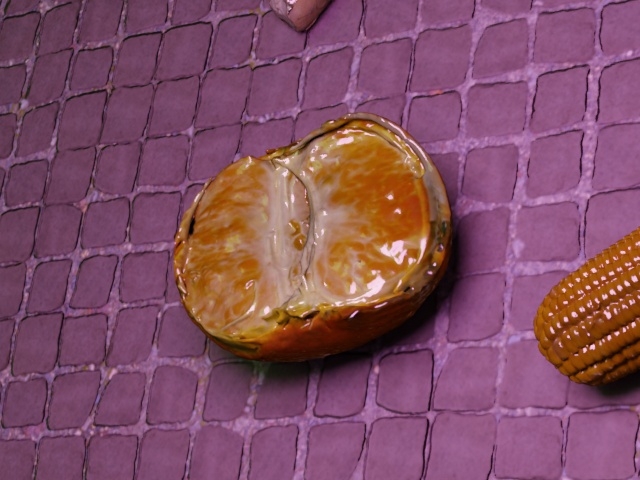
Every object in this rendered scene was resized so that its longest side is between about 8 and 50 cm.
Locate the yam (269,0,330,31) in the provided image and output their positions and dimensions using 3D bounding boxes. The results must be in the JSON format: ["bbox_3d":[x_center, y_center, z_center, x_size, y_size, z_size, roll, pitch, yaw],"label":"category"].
[{"bbox_3d":[0.066,-0.431,2.198,0.371,0.083,0.083,-51,49,1],"label":"yam"}]

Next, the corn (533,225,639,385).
[{"bbox_3d":[0.369,0.024,1.698,0.344,0.131,0.131,-39,50,30],"label":"corn"}]

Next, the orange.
[{"bbox_3d":[0.004,0.002,1.954,0.334,0.196,0.262,-27,69,27],"label":"orange"}]
